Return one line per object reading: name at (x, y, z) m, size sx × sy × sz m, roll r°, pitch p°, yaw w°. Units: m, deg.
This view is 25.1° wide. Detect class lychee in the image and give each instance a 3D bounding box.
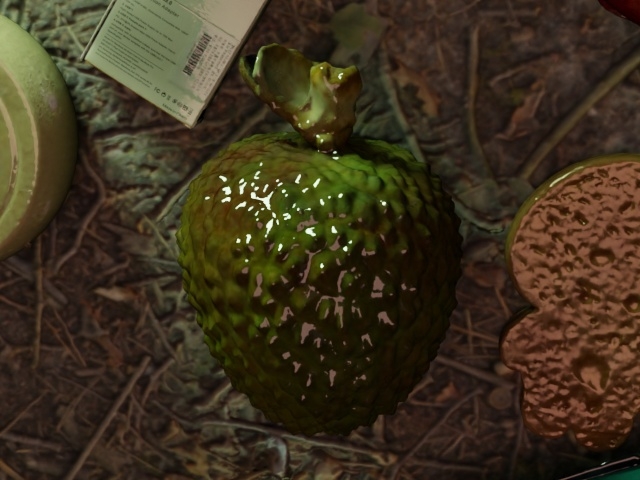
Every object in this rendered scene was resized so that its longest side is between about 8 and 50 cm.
lychee at (-0.001, 0.012, 1.268) m, size 0.270 × 0.270 × 0.320 m, roll 15°, pitch 83°, yaw 5°

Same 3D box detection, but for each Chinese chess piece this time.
Chinese chess piece at (-0.365, -0.099, 1.381) m, size 0.273 × 0.102 × 0.273 m, roll 3°, pitch 107°, yaw 9°

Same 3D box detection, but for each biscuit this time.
biscuit at (0.267, 0.058, 1.347) m, size 0.202 × 0.044 × 0.289 m, roll 9°, pitch 108°, yaw 8°

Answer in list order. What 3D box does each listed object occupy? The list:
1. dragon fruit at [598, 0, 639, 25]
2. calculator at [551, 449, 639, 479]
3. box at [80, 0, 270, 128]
dragon fruit at (0.309, -0.254, 1.166) m, size 0.274 × 0.193 × 0.192 m, roll 37°, pitch 154°, yaw 20°
calculator at (0.242, 0.345, 1.373) m, size 0.248 × 0.058 × 0.274 m, roll -17°, pitch 119°, yaw 2°
box at (-0.110, -0.238, 1.333) m, size 0.129 × 0.033 × 0.247 m, roll 34°, pitch 108°, yaw 0°
